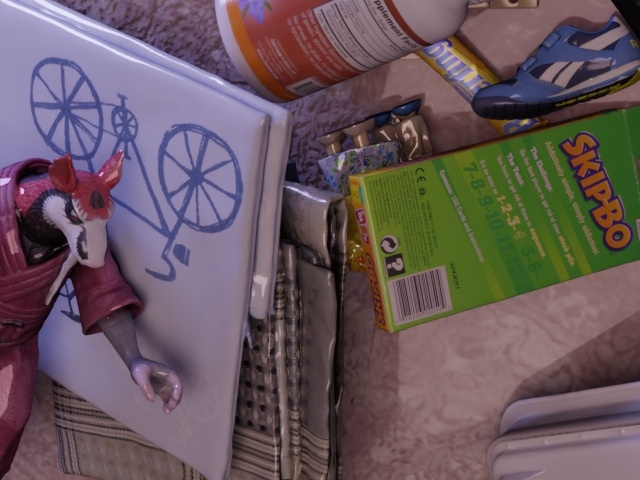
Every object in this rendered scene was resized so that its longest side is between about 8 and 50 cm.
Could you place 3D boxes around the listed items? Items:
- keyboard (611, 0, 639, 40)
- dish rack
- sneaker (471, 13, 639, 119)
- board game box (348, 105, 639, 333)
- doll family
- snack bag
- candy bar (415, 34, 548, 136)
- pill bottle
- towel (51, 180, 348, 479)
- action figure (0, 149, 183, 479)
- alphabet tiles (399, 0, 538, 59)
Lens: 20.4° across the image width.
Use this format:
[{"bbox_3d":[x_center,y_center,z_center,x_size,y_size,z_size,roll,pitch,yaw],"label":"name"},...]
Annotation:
[{"bbox_3d":[0.249,-0.203,1.294,0.033,0.201,0.317,-41,105,-8],"label":"keyboard"},{"bbox_3d":[0.273,0.250,1.377,0.333,0.072,0.285,-17,102,54],"label":"dish rack"},{"bbox_3d":[0.185,-0.135,1.407,0.144,0.053,0.059,-17,82,-2],"label":"sneaker"},{"bbox_3d":[0.154,-0.021,1.397,0.259,0.039,0.124,-15,101,-18],"label":"board game box"},{"bbox_3d":[0.000,0.000,1.450,0.263,0.118,0.163,-18,96,17],"label":"doll family"},{"bbox_3d":[-0.160,0.000,1.434,0.323,0.037,0.342,26,121,34],"label":"snack bag"},{"bbox_3d":[0.119,-0.135,1.440,0.161,0.018,0.040,44,110,-4],"label":"candy bar"},{"bbox_3d":[0.036,-0.196,1.372,0.216,0.121,0.121,-20,98,25],"label":"pill bottle"},{"bbox_3d":[-0.113,0.085,1.465,0.324,0.056,0.312,11,106,37],"label":"towel"},{"bbox_3d":[-0.255,0.041,1.432,0.248,0.276,0.370,28,123,-24],"label":"action figure"},{"bbox_3d":[0.058,-0.245,1.440,0.237,0.009,0.198,1,102,13],"label":"alphabet tiles"}]
